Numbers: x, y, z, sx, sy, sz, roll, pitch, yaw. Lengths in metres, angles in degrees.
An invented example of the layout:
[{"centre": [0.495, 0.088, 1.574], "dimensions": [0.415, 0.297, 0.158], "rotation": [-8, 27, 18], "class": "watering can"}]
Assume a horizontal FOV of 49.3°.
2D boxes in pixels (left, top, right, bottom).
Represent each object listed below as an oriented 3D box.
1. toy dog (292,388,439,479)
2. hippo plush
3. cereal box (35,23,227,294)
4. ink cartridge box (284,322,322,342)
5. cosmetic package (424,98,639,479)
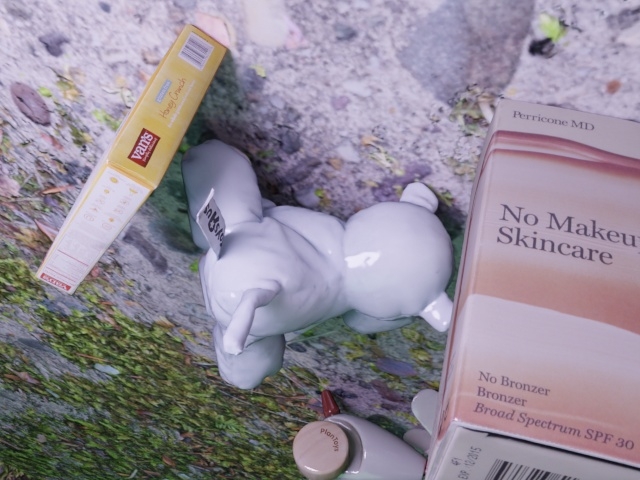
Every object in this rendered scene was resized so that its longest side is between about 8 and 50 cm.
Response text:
[{"centre": [0.115, 0.301, 1.067], "dimensions": [0.333, 0.161, 0.220], "rotation": [9, 143, -13], "class": "toy dog"}, {"centre": [0.000, 0.000, 0.678], "dimensions": [0.236, 0.234, 0.294], "rotation": [-11, 162, -12], "class": "hippo plush"}, {"centre": [-0.180, -0.066, 0.644], "dimensions": [0.047, 0.173, 0.240], "rotation": [30, 143, -19], "class": "cereal box"}, {"centre": [-0.052, 0.079, 0.886], "dimensions": [0.088, 0.052, 0.122], "rotation": [32, 143, -19], "class": "ink cartridge box"}, {"centre": [0.180, 0.045, 0.533], "dimensions": [0.153, 0.296, 0.129], "rotation": [11, 143, 7], "class": "cosmetic package"}]
